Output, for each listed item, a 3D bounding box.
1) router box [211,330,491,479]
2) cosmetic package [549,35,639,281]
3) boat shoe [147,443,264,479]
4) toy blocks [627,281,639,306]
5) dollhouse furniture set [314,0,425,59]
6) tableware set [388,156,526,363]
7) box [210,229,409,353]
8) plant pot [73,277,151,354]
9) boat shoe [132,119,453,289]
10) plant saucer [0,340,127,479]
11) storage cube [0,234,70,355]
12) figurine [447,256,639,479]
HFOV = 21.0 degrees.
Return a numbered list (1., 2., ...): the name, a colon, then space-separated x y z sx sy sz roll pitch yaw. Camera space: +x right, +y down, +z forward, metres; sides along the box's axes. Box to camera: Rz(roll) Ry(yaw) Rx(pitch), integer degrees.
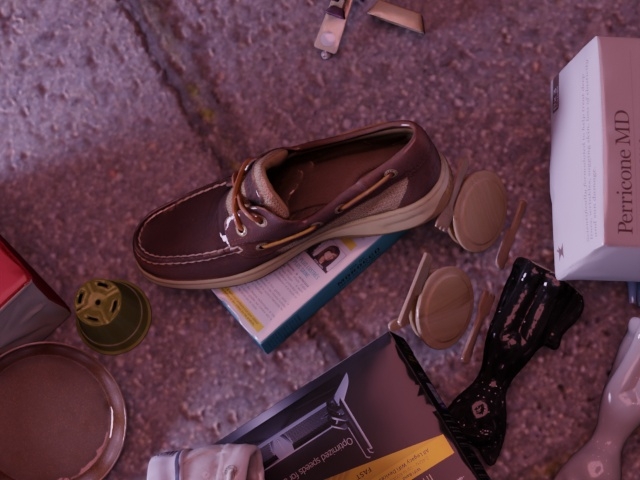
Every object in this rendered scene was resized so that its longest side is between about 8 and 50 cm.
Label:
1. router box: 0.011 0.274 1.719 0.308 0.081 0.243 -33 74 7
2. cosmetic package: 0.427 -0.070 1.697 0.384 0.156 0.217 1 77 -12
3. boat shoe: -0.058 0.366 1.621 0.156 0.136 0.367 -13 69 10
4. toy blocks: 0.366 -0.006 1.790 0.123 0.054 0.148 1 77 4
5. dollhouse furniture set: 0.050 -0.224 1.873 0.114 0.091 0.081 20 94 8
6. tableware set: 0.137 0.018 1.789 0.039 0.128 0.194 11 75 43
7. box: 0.000 0.000 1.824 0.244 0.060 0.100 -41 74 -5
8. plant pot: -0.227 0.073 1.820 0.083 0.079 0.083 -2 76 7
9. boat shoe: -0.044 -0.047 1.739 0.342 0.123 0.123 -13 59 15
10. plant saucer: -0.286 0.188 1.800 0.168 0.029 0.169 0 91 -9
11. storage cube: -0.406 0.056 1.791 0.215 0.184 0.193 -44 77 -6
12. figurine: 0.247 0.157 1.753 0.214 0.092 0.209 27 89 12
